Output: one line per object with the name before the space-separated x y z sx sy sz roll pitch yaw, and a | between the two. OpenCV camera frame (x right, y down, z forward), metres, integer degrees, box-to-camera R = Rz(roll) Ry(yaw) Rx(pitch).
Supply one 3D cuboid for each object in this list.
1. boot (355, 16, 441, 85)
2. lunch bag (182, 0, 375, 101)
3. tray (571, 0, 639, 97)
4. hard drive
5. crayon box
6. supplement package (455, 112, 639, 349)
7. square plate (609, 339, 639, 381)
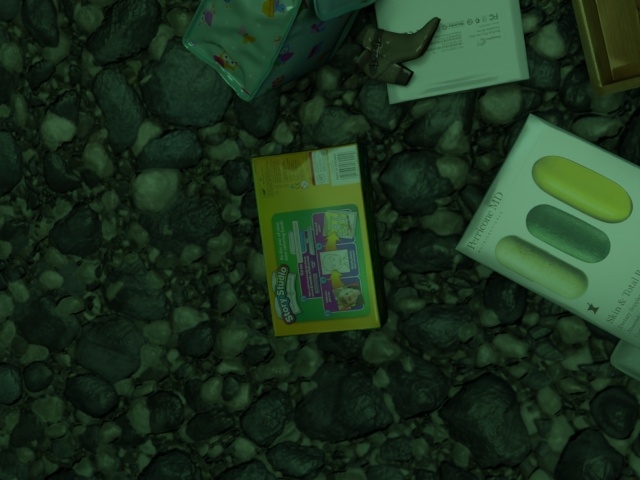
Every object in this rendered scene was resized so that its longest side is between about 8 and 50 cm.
boot | 0.106 -0.280 1.123 0.087 0.042 0.118 32 101 11
lunch bag | -0.028 -0.342 1.057 0.160 0.223 0.262 43 128 6
tray | 0.411 -0.410 1.002 0.203 0.076 0.410 -10 101 38
hard drive | 0.177 -0.366 1.139 0.203 0.040 0.307 -8 93 14
crayon box | 0.000 0.000 1.192 0.165 0.081 0.278 -6 94 14
supplement package | 0.346 -0.018 1.048 0.263 0.198 0.199 29 101 10
square plate | 0.637 0.113 1.068 0.347 0.049 0.344 30 100 10
